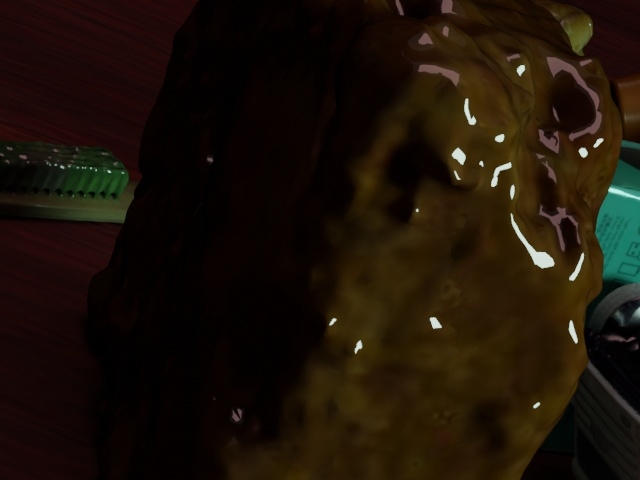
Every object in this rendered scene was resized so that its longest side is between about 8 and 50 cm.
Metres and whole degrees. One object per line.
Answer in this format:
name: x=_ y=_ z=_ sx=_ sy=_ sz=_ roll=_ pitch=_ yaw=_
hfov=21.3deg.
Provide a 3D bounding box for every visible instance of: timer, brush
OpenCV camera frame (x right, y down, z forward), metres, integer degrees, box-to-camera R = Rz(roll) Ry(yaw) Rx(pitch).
timer: x=0.288 y=-0.110 z=1.790 sx=0.152 sy=0.132 sz=0.132 roll=-4 pitch=23 yaw=0
brush: x=-0.139 y=-0.040 z=1.258 sx=0.282 sy=0.048 sz=0.054 roll=5 pitch=30 yaw=-42

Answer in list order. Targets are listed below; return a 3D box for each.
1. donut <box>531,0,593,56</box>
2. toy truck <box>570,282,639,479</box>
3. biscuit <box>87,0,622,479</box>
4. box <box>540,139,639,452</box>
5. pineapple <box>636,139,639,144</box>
donut: x=0.117 y=-0.127 z=1.500 sx=0.261 sy=0.128 sz=0.208 roll=-27 pitch=23 yaw=-33
toy truck: x=0.341 y=0.105 z=1.110 sx=0.367 sy=0.175 sz=0.146 roll=-8 pitch=30 yaw=-17
biscuit: x=0.000 y=0.000 z=0.892 sx=0.166 sy=0.342 sz=0.395 roll=18 pitch=23 yaw=-19
box: x=0.249 y=0.049 z=1.204 sx=0.311 sy=0.205 sz=0.118 roll=11 pitch=26 yaw=-25
pineapple: x=0.370 y=-0.035 z=1.630 sx=0.361 sy=0.175 sz=0.175 roll=1 pitch=27 yaw=-17
